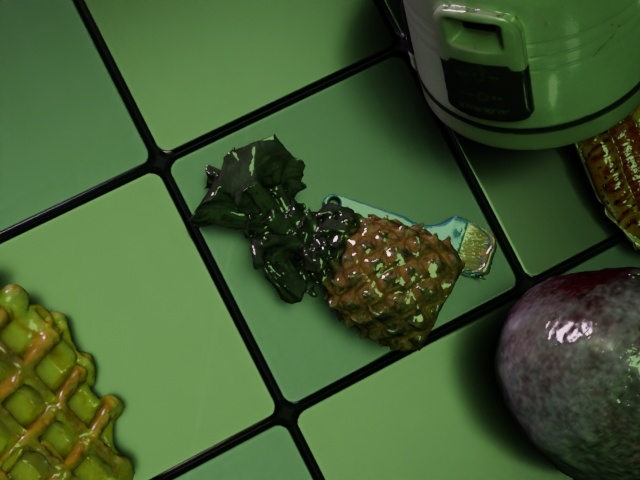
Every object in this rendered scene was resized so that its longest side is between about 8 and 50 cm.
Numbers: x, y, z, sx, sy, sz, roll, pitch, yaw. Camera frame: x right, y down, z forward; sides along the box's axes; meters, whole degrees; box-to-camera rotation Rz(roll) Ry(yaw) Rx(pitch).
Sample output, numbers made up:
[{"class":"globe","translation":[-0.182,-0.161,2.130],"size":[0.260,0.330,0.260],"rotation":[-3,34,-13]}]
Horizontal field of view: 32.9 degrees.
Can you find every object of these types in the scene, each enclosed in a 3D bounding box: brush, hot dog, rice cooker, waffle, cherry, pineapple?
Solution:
[{"class":"brush","translation":[0.080,-0.010,0.983],"size":[0.164,0.014,0.051],"rotation":[17,81,-4]},{"class":"hot dog","translation":[0.290,-0.072,0.995],"size":[0.099,0.053,0.192],"rotation":[-29,89,-12]},{"class":"rice cooker","translation":[0.171,-0.200,0.897],"size":[0.225,0.244,0.226],"rotation":[-8,54,11]},{"class":"waffle","translation":[-0.276,0.160,0.834],"size":[0.283,0.065,0.310],"rotation":[5,67,-42]},{"class":"cherry","translation":[0.243,0.115,0.903],"size":[0.195,0.195,0.195],"rotation":[1,84,-7]},{"class":"pineapple","translation":[0.000,0.000,0.930],"size":[0.237,0.111,0.119],"rotation":[27,56,2]}]
